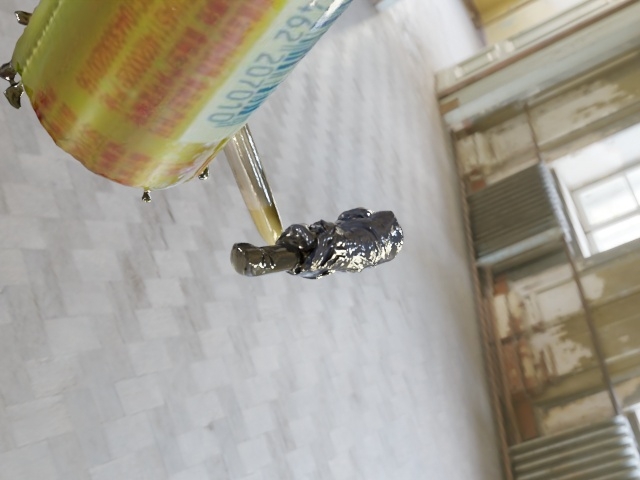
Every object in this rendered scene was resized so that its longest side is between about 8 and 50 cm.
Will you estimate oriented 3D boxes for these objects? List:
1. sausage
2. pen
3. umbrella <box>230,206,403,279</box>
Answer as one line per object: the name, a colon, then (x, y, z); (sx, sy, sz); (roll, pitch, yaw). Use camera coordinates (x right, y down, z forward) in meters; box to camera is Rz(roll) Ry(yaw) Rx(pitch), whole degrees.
sausage: (-0.026, -0.151, 0.334); (0.125, 0.317, 0.117); (23, 48, -26)
pen: (-0.076, -0.090, 0.740); (0.040, 0.032, 0.233); (-92, 167, -53)
umbrella: (-0.004, 0.005, 0.763); (0.248, 0.071, 0.071); (-9, 75, -51)
